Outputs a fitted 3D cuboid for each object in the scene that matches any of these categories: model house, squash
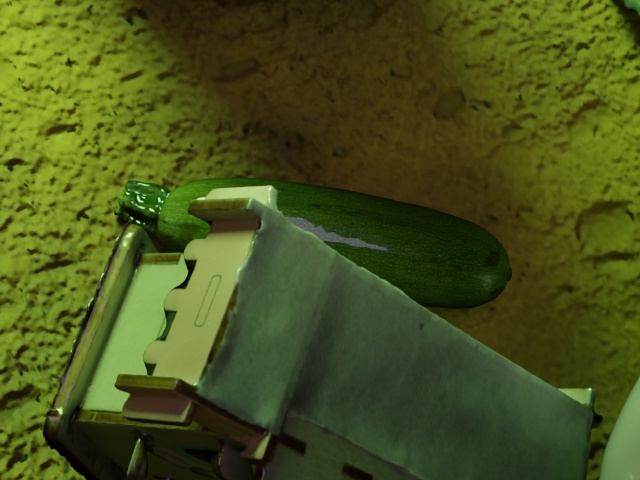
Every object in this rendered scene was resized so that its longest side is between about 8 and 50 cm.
[{"bbox_3d":[-0.031,0.105,1.022,0.326,0.244,0.169,32,70,-40],"label":"model house"},{"bbox_3d":[0.000,0.000,1.139,0.252,0.066,0.066,9,74,-11],"label":"squash"}]

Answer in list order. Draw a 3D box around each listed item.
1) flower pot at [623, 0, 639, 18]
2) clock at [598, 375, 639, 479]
[{"bbox_3d":[0.302,-0.242,1.195,0.189,0.209,0.239,-3,88,-14],"label":"flower pot"},{"bbox_3d":[0.281,0.071,1.063,0.184,0.342,0.326,18,76,13],"label":"clock"}]
